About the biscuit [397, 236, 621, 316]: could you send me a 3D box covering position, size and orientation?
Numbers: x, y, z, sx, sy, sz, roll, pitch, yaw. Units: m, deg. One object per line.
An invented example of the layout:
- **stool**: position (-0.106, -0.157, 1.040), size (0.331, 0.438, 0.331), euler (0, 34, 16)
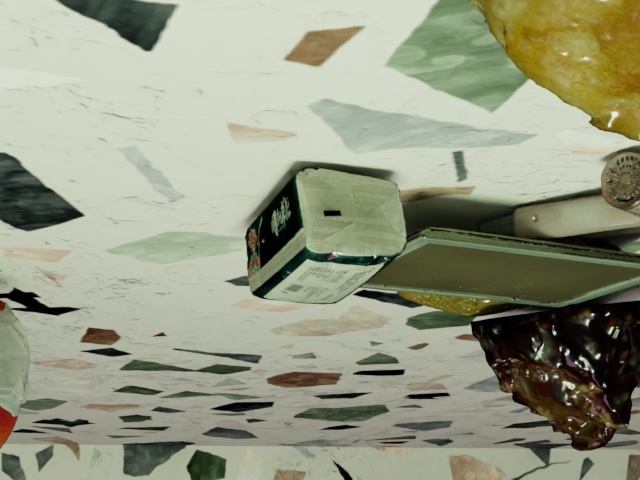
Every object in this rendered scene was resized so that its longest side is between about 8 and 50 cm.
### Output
- **biscuit**: position (0.233, 0.048, 1.370), size (0.254, 0.029, 0.172), euler (-18, 156, 40)

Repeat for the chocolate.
- **chocolate**: position (0.298, 0.172, 1.446), size (0.206, 0.177, 0.224), euler (-5, 172, -16)

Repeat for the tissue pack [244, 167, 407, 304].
- **tissue pack**: position (0.001, 0.000, 1.090), size (0.103, 0.090, 0.170), euler (5, 163, -19)

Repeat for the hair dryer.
- **hair dryer**: position (0.267, -0.015, 1.129), size (0.195, 0.053, 0.220), euler (14, 157, -43)

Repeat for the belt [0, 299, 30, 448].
- **belt**: position (-0.450, 0.153, 1.313), size (0.324, 0.227, 0.115), euler (-17, 160, 40)

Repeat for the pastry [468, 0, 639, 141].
- **pastry**: position (0.210, -0.144, 0.589), size (0.257, 0.121, 0.236), euler (23, 150, -18)

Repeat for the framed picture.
- **framed picture**: position (0.183, 0.031, 1.216), size (0.293, 0.018, 0.231), euler (7, 164, -21)
